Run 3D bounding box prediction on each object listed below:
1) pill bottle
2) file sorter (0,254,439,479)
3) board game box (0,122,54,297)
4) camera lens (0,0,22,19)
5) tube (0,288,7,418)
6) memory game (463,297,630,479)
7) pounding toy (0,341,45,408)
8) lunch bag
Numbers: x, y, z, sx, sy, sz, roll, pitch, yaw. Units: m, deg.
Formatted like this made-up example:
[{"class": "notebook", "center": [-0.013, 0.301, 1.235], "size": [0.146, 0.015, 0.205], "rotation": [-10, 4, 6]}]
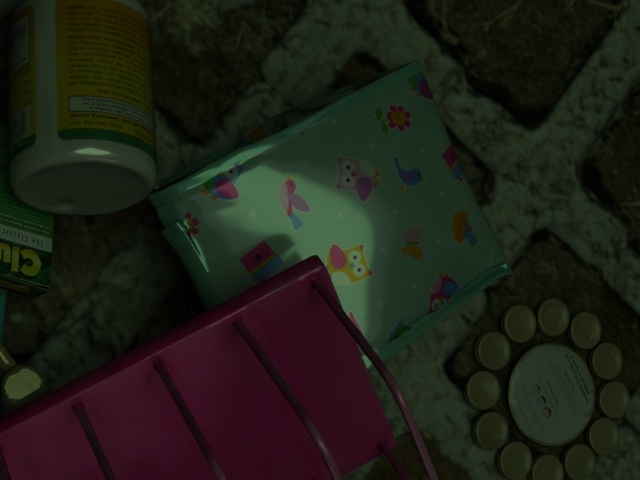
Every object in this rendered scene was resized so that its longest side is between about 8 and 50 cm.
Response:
[{"class": "pill bottle", "center": [-0.194, -0.136, 1.282], "size": [0.117, 0.117, 0.208], "rotation": [5, 65, -24]}, {"class": "file sorter", "center": [-0.067, 0.192, 1.171], "size": [0.291, 0.182, 0.202], "rotation": [-27, 125, -8]}, {"class": "board game box", "center": [-0.320, -0.051, 1.224], "size": [0.260, 0.030, 0.136], "rotation": [20, 58, -38]}, {"class": "camera lens", "center": [-0.311, -0.244, 1.165], "size": [0.219, 0.274, 0.219], "rotation": [2, 85, -24]}, {"class": "tube", "center": [-0.288, 0.134, 1.272], "size": [0.080, 0.052, 0.207], "rotation": [0, 81, -25]}, {"class": "memory game", "center": [0.219, 0.147, 1.521], "size": [0.186, 0.012, 0.186], "rotation": [2, 84, -24]}, {"class": "pounding toy", "center": [-0.315, 0.103, 1.215], "size": [0.206, 0.094, 0.181], "rotation": [10, 82, -9]}, {"class": "lunch bag", "center": [0.000, 0.000, 1.354], "size": [0.262, 0.160, 0.223], "rotation": [-31, 99, -29]}]
